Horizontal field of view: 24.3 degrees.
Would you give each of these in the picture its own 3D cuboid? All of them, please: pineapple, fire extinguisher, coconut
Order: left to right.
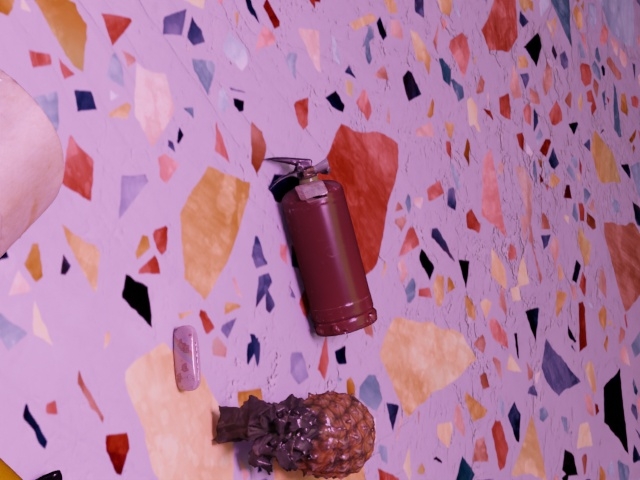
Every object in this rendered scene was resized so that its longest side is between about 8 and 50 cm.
[{"bbox_3d":[-0.361,-0.085,1.490,0.202,0.202,0.222,61,39,-29],"label":"coconut"},{"bbox_3d":[-0.035,0.258,1.995,0.248,0.128,0.128,12,72,-51],"label":"pineapple"},{"bbox_3d":[0.000,0.000,2.139,0.105,0.105,0.269,-29,107,-56],"label":"fire extinguisher"}]

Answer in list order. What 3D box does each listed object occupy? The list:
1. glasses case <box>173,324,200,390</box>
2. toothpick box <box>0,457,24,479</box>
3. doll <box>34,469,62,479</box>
[{"bbox_3d":[-0.169,0.149,1.885,0.021,0.032,0.083,7,77,-58],"label":"glasses case"},{"bbox_3d":[-0.350,0.290,1.438,0.271,0.175,0.175,53,41,-42],"label":"toothpick box"},{"bbox_3d":[-0.273,0.352,1.638,0.096,0.070,0.195,-43,115,-72],"label":"doll"}]
